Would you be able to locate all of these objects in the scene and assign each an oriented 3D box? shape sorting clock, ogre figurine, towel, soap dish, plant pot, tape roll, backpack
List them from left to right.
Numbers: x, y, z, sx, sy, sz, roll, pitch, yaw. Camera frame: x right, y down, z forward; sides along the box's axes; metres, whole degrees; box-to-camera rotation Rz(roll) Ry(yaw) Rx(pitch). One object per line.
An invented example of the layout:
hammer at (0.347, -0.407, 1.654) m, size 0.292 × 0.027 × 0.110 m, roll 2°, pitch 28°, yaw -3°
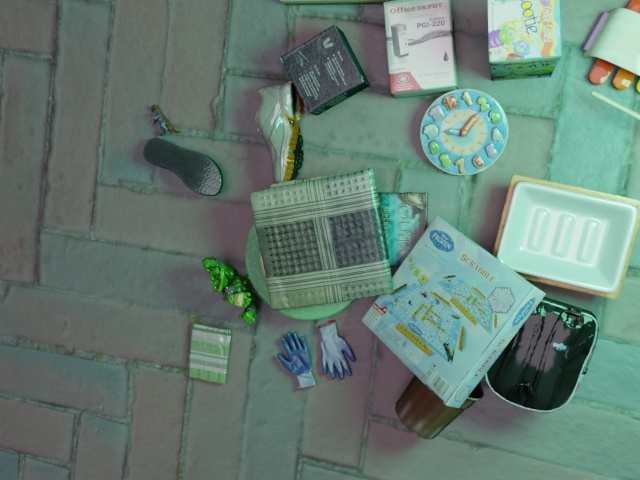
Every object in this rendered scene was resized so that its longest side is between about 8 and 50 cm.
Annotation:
towel at (-0.300, 0.306, 1.905) m, size 0.113 × 0.023 × 0.151 m, roll 9°, pitch 99°, yaw 16°
ogre figurine at (-0.223, 0.123, 1.817) m, size 0.197 × 0.118 × 0.096 m, roll 32°, pitch 97°, yaw 8°
tape roll at (-0.028, 0.038, 1.781) m, size 0.322 × 0.077 × 0.321 m, roll 1°, pitch 95°, yaw 15°
towel at (0.000, 0.000, 1.706) m, size 0.324 × 0.056 × 0.312 m, roll -9°, pitch 95°, yaw 16°
plant pot at (0.275, 0.377, 1.697) m, size 0.167 × 0.167 × 0.165 m, roll 39°, pitch 110°, yaw 8°
shape sorting clock at (0.340, -0.256, 1.670) m, size 0.206 × 0.040 × 0.206 m, roll 2°, pitch 103°, yaw 11°
backpack at (0.493, 0.254, 1.606) m, size 0.225 × 0.191 × 0.253 m, roll 17°, pitch 92°, yaw 15°
soap dish at (0.555, -0.011, 1.605) m, size 0.291 × 0.118 × 0.228 m, roll 14°, pitch 98°, yaw 13°

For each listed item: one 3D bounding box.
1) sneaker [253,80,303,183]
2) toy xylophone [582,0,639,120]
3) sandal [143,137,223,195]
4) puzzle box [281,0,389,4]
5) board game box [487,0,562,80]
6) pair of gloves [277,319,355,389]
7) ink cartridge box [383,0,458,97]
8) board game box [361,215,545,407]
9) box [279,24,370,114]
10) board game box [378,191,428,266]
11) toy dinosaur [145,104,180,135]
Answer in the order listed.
sneaker at (-0.112, -0.268, 1.776) m, size 0.121 × 0.099 × 0.262 m, roll 2°, pitch 88°, yaw 22°
toy xylophone at (0.729, -0.375, 1.548) m, size 0.323 × 0.081 × 0.236 m, roll 37°, pitch 102°, yaw 9°
sandal at (-0.353, -0.201, 1.863) m, size 0.255 × 0.054 × 0.097 m, roll 32°, pitch 95°, yaw 20°
puzzle box at (0.042, -0.784, 1.705) m, size 0.272 × 0.052 × 0.408 m, roll 4°, pitch 96°, yaw 15°
board game box at (0.435, -0.438, 1.518) m, size 0.142 × 0.275 × 0.144 m, roll -2°, pitch 94°, yaw 14°
pair of gloves at (-0.013, 0.300, 1.828) m, size 0.198 × 0.023 × 0.159 m, roll -18°, pitch 88°, yaw 14°
ink cartridge box at (0.238, -0.458, 1.663) m, size 0.159 × 0.092 × 0.217 m, roll -4°, pitch 92°, yaw 14°
board game box at (0.289, 0.154, 1.602) m, size 0.318 × 0.066 × 0.319 m, roll -55°, pitch 47°, yaw 10°
box at (0.013, -0.413, 1.722) m, size 0.158 × 0.093 × 0.155 m, roll -27°, pitch 88°, yaw 16°
board game box at (0.202, -0.026, 1.742) m, size 0.126 × 0.026 × 0.186 m, roll 1°, pitch 95°, yaw 15°
toy dinosaur at (-0.426, -0.323, 1.882) m, size 0.090 × 0.047 × 0.082 m, roll -3°, pitch 84°, yaw -18°
